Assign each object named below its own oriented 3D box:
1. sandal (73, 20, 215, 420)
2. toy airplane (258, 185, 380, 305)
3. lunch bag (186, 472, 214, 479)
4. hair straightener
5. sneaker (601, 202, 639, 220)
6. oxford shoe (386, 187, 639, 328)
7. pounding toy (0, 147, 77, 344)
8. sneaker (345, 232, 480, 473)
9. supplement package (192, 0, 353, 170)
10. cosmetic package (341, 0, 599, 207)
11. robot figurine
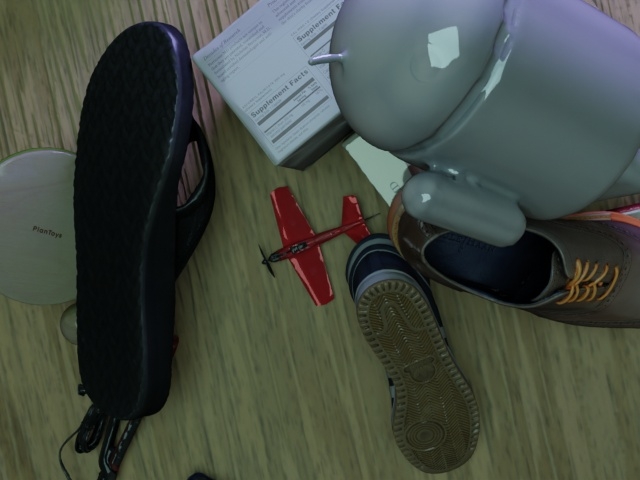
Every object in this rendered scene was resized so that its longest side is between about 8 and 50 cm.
[{"bbox_3d":[-0.192,-0.022,1.193,0.168,0.107,0.445,23,113,38],"label":"sandal"},{"bbox_3d":[0.000,0.000,1.257,0.151,0.028,0.151,0,93,7],"label":"toy airplane"},{"bbox_3d":[-0.125,0.320,1.264,0.098,0.067,0.065,31,96,5],"label":"lunch bag"},{"bbox_3d":[-0.253,0.202,1.296,0.089,0.047,0.230,25,99,7],"label":"hair straightener"},{"bbox_3d":[0.302,0.035,1.189,0.221,0.087,0.128,-14,88,9],"label":"sneaker"},{"bbox_3d":[0.247,0.038,1.086,0.364,0.132,0.130,11,108,-9],"label":"oxford shoe"},{"bbox_3d":[-0.310,-0.009,1.278,0.183,0.110,0.237,-44,115,-4],"label":"pounding toy"},{"bbox_3d":[0.103,0.121,1.223,0.099,0.153,0.282,-19,120,4],"label":"sneaker"},{"bbox_3d":[0.024,-0.213,1.159,0.262,0.204,0.145,-38,87,6],"label":"supplement package"},{"bbox_3d":[0.184,-0.138,1.173,0.296,0.129,0.153,-38,93,8],"label":"cosmetic package"},{"bbox_3d":[0.154,-0.144,0.971,0.353,0.200,0.300,23,69,-27],"label":"robot figurine"}]
